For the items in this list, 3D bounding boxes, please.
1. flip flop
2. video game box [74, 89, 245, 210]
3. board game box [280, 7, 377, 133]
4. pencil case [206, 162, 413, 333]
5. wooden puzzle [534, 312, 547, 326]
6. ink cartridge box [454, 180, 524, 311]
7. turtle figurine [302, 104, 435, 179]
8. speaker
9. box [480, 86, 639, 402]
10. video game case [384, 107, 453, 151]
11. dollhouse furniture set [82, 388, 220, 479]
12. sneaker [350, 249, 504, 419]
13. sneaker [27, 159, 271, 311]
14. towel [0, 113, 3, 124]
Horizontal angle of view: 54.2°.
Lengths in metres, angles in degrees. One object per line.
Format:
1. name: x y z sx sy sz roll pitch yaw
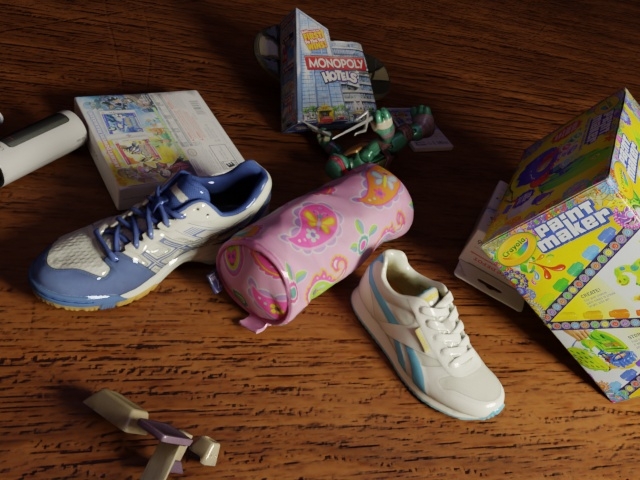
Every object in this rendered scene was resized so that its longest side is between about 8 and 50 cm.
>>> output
1. flip flop: 0.002 -0.308 1.137 0.277 0.080 0.112 4 79 -32
2. video game box: -0.226 -0.135 0.885 0.187 0.048 0.205 -10 50 -33
3. board game box: 0.008 -0.285 1.051 0.194 0.060 0.194 -11 87 -34
4. pencil case: 0.000 0.000 0.783 0.124 0.124 0.284 37 44 18
5. wooden puzzle: 0.344 0.107 0.890 0.083 0.006 0.049 -20 55 -37
6. ink cartridge box: 0.282 0.004 0.928 0.115 0.067 0.198 29 42 8
7. turtle figurine: 0.068 -0.147 0.973 0.234 0.118 0.175 -24 17 -41
8. speaker: -0.370 -0.119 0.802 0.055 0.055 0.136 32 43 12
9. box: 0.398 -0.003 0.828 0.279 0.177 0.290 49 42 -8
10. video game case: 0.179 -0.206 1.153 0.087 0.011 0.122 -7 48 -27
11. dollhouse furniture set: -0.172 0.198 0.580 0.114 0.091 0.081 20 79 32
12. sneaker: 0.128 0.110 0.733 0.087 0.092 0.228 -22 58 -40
13. sneaker: -0.186 -0.023 0.718 0.297 0.131 0.112 -24 60 -37
14. towel: -0.557 -0.123 0.745 0.209 0.034 0.285 23 41 3
